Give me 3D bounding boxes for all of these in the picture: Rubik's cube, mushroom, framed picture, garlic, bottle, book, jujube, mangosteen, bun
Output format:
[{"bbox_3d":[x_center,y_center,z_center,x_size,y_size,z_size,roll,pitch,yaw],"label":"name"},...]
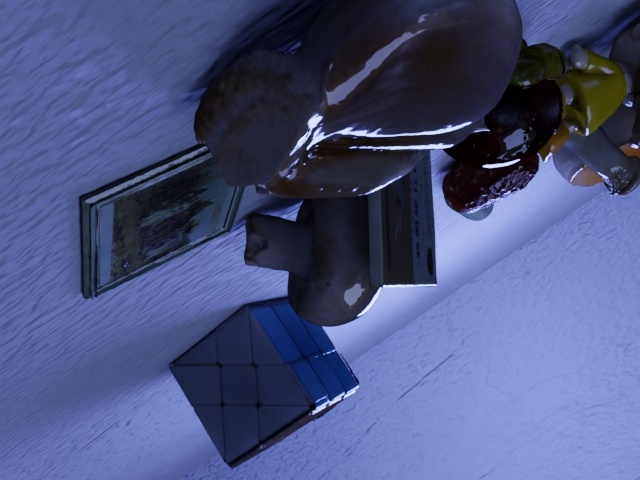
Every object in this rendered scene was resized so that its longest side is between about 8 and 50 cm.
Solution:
[{"bbox_3d":[-0.102,0.261,1.735,0.221,0.231,0.225,-38,168,21],"label":"Rubik's cube"},{"bbox_3d":[0.454,-0.167,1.541,0.081,0.223,0.092,-47,177,10],"label":"mushroom"},{"bbox_3d":[-0.166,-0.026,1.012,0.217,0.017,0.274,-29,166,-22],"label":"framed picture"},{"bbox_3d":[-0.009,0.013,1.224,0.204,0.204,0.204,-32,167,-8],"label":"mushroom"},{"bbox_3d":[0.056,-0.150,0.841,0.325,0.132,0.279,-19,161,-40],"label":"garlic"},{"bbox_3d":[0.292,-0.080,1.780,0.072,0.072,0.201,-36,167,12],"label":"bottle"},{"bbox_3d":[0.113,-0.044,1.225,0.021,0.216,0.310,-3,177,19],"label":"book"},{"bbox_3d":[0.298,-0.115,1.596,0.176,0.109,0.112,-34,133,13],"label":"jujube"},{"bbox_3d":[0.217,-0.177,1.105,0.166,0.166,0.180,-25,140,-32],"label":"mangosteen"},{"bbox_3d":[0.565,-0.226,1.704,0.299,0.164,0.299,-16,164,-5],"label":"bun"}]

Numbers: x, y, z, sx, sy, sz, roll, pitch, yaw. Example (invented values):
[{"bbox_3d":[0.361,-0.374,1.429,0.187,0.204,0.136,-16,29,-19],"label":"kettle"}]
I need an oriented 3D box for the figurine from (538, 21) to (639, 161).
[{"bbox_3d":[0.485,-0.251,1.421,0.344,0.187,0.215,-27,152,-2],"label":"figurine"}]
